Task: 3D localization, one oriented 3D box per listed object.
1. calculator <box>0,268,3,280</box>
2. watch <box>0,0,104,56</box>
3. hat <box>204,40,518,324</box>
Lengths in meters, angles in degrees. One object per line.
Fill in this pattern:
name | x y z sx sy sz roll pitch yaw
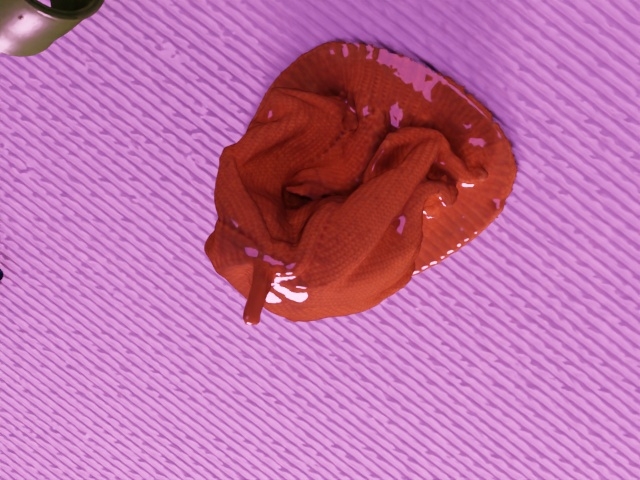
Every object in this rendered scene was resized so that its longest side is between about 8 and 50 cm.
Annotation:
calculator | -0.460 0.034 1.722 0.274 0.058 0.248 35 128 2
watch | -0.239 -0.239 1.401 0.152 0.165 0.131 33 133 -31
hat | 0.000 0.000 1.371 0.244 0.233 0.233 14 127 18
